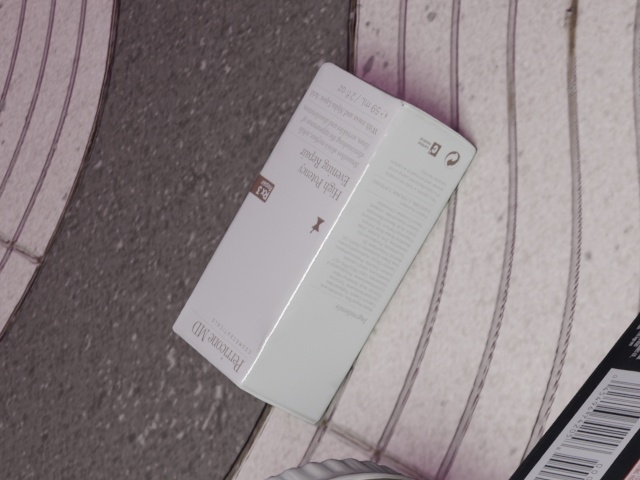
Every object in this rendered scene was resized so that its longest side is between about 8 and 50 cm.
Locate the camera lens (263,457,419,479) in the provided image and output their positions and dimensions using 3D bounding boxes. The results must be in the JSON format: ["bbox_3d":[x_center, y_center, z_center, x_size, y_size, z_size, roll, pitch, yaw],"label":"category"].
[{"bbox_3d":[0.054,0.265,1.030,0.219,0.219,0.274,-59,37,5],"label":"camera lens"}]

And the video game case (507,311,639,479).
[{"bbox_3d":[0.250,0.071,0.976,0.248,0.035,0.275,4,44,52],"label":"video game case"}]

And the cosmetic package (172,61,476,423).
[{"bbox_3d":[0.000,0.000,1.377,0.231,0.085,0.117,-60,36,2],"label":"cosmetic package"}]
